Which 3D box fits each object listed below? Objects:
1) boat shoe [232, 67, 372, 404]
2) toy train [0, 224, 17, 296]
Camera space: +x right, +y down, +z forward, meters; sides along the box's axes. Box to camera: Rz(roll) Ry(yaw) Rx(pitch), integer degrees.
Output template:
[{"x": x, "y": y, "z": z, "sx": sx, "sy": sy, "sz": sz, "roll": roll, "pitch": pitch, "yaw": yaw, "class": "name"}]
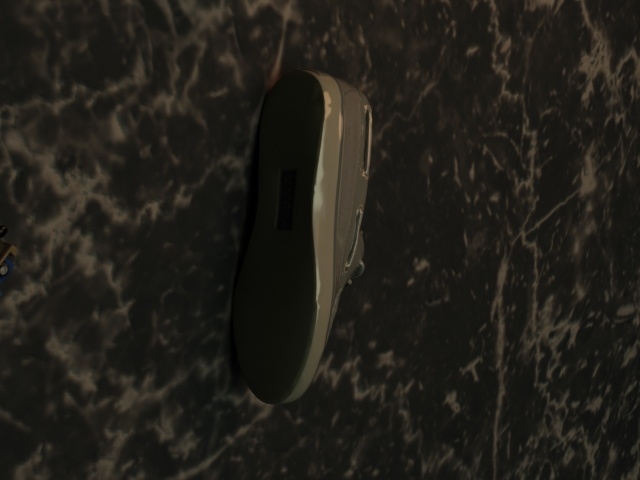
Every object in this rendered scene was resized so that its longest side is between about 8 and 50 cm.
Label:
[{"x": -0.001, "y": -0.001, "z": 0.827, "sx": 0.081, "sy": 0.079, "sz": 0.228, "roll": 5, "pitch": 93, "yaw": -47, "class": "boat shoe"}, {"x": -0.208, "y": 0.058, "z": 0.628, "sx": 0.158, "sy": 0.027, "sz": 0.036, "roll": -58, "pitch": 141, "yaw": -22, "class": "toy train"}]
